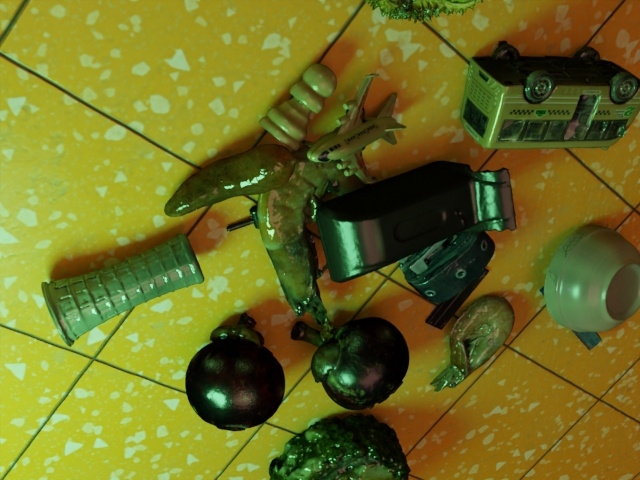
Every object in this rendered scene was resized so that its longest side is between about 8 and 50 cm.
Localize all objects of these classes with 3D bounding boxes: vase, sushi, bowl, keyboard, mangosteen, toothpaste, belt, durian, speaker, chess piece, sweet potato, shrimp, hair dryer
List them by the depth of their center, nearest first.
[{"bbox_3d":[0.180,-0.493,1.392,0.237,0.176,0.200,-15,116,-20],"label":"durian"},{"bbox_3d":[-0.033,-0.267,1.509,0.094,0.094,0.170,36,96,-36],"label":"chess piece"},{"bbox_3d":[-0.179,-0.119,1.529,0.291,0.097,0.097,-19,129,14],"label":"sweet potato"},{"bbox_3d":[-0.391,0.090,1.556,0.299,0.143,0.143,-24,127,-10],"label":"vase"},{"bbox_3d":[0.202,-0.043,1.632,0.388,0.184,0.180,-22,110,-23],"label":"speaker"},{"bbox_3d":[-0.161,-0.040,1.638,0.083,0.026,0.047,-19,124,-1],"label":"hair dryer"},{"bbox_3d":[0.000,0.000,1.690,0.272,0.085,0.445,-20,120,-22],"label":"shrimp"},{"bbox_3d":[-0.189,0.294,1.741,0.228,0.228,0.265,14,75,-29],"label":"mangosteen"},{"bbox_3d":[0.297,0.040,1.815,0.218,0.122,0.128,-41,125,8],"label":"belt"},{"bbox_3d":[0.069,0.267,1.834,0.289,0.231,0.231,38,104,0],"label":"mangosteen"},{"bbox_3d":[0.350,0.144,1.974,0.067,0.011,0.202,25,109,-35],"label":"keyboard"},{"bbox_3d":[0.727,0.113,1.979,0.287,0.144,0.287,-9,108,-28],"label":"bowl"},{"bbox_3d":[0.389,0.276,2.044,0.168,0.077,0.317,35,99,-25],"label":"shrimp"},{"bbox_3d":[0.042,0.617,2.046,0.352,0.178,0.294,-41,124,10],"label":"sushi"},{"bbox_3d":[0.693,0.210,2.124,0.053,0.066,0.272,-42,127,7],"label":"toothpaste"}]

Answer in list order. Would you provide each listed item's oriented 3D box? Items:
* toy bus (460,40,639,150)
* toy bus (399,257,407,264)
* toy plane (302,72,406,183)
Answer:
[{"bbox_3d":[0.496,-0.299,1.652,0.365,0.177,0.202,-3,125,-17],"label":"toy bus"},{"bbox_3d":[0.153,0.004,1.772,0.123,0.060,0.075,17,110,-28],"label":"toy bus"},{"bbox_3d":[0.068,-0.211,1.561,0.256,0.104,0.242,-21,127,-29],"label":"toy plane"}]
